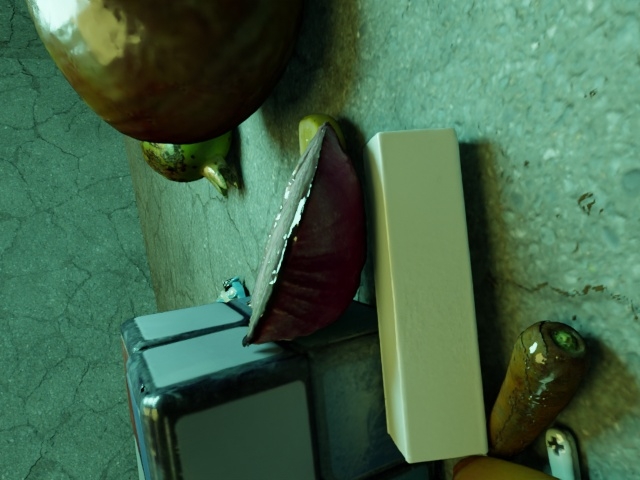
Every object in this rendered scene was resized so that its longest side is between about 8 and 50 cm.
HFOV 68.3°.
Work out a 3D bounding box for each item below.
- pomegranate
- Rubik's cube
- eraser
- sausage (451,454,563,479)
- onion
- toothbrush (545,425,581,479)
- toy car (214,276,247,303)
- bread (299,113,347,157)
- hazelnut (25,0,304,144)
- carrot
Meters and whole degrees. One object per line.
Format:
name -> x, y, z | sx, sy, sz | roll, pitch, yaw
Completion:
pomegranate -> -0.271, -0.202, 1.029 | 0.246, 0.198, 0.198 | 46, 162, -22
Rubik's cube -> -0.066, 0.248, 0.609 | 0.313, 0.318, 0.316 | 10, 106, 63
eraser -> 0.097, 0.048, 0.457 | 0.076, 0.078, 0.298 | 167, 98, -84
sausage -> 0.202, 0.229, 0.322 | 0.300, 0.083, 0.089 | -5, 92, 54
onion -> 0.000, 0.000, 0.532 | 0.250, 0.111, 0.247 | -133, 64, -81
toothbrush -> 0.219, 0.308, 0.395 | 0.030, 0.030, 0.304 | -8, 90, 62
toy car -> -0.228, 0.168, 1.116 | 0.126, 0.098, 0.161 | 60, 147, 31
bread -> 0.008, -0.113, 0.637 | 0.082, 0.056, 0.115 | -145, 47, -59
hazelnut -> -0.208, -0.350, 0.680 | 0.421, 0.353, 0.421 | -14, 70, 41
carrot -> 0.176, 0.136, 0.402 | 0.055, 0.055, 0.161 | 50, 144, 45
